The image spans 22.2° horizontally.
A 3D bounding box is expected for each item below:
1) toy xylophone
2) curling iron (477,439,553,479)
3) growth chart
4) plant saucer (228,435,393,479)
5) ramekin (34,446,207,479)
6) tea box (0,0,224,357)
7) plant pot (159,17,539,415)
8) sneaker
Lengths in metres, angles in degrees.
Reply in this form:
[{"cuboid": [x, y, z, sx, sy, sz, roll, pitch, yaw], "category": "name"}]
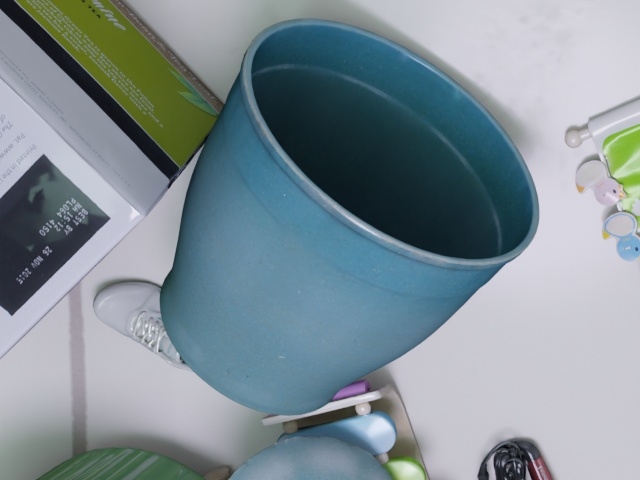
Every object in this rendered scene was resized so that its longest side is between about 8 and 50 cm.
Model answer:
[{"cuboid": [0.025, 0.283, 1.527, 0.236, 0.081, 0.323, -24, 102, 16], "category": "toy xylophone"}, {"cuboid": [0.226, 0.302, 1.524, 0.068, 0.035, 0.274, -27, 100, 21], "category": "curling iron"}, {"cuboid": [0.326, -0.024, 1.389, 0.172, 0.021, 0.237, -31, 87, 17], "category": "growth chart"}, {"cuboid": [-0.004, 0.267, 1.409, 0.195, 0.037, 0.195, -1, 92, -21], "category": "plant saucer"}, {"cuboid": [-0.192, 0.342, 1.519, 0.303, 0.148, 0.303, 8, 111, 21], "category": "ramekin"}, {"cuboid": [-0.286, -0.038, 1.348, 0.329, 0.323, 0.220, -42, 97, 18], "category": "tea box"}, {"cuboid": [0.000, 0.000, 1.361, 0.271, 0.272, 0.255, 34, 125, -2], "category": "plant pot"}, {"cuboid": [-0.141, 0.083, 1.503, 0.152, 0.061, 0.054, 21, 111, 4], "category": "sneaker"}]
